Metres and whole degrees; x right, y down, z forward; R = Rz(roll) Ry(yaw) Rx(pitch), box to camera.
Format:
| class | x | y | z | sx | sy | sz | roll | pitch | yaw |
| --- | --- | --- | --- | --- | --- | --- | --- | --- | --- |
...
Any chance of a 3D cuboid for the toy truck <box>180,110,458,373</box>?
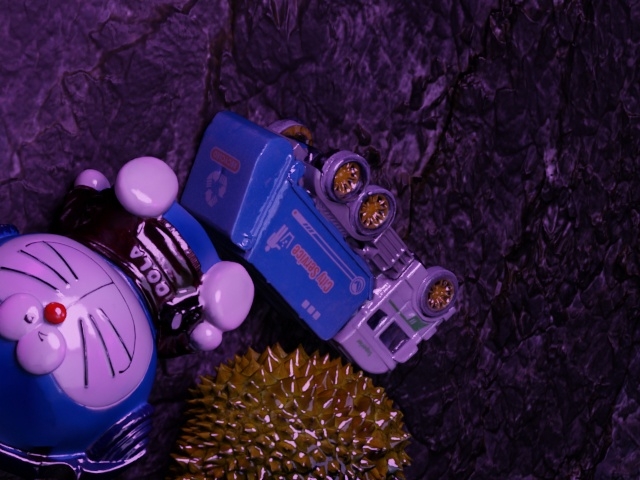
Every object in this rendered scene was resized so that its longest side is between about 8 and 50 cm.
| class | x | y | z | sx | sy | sz | roll | pitch | yaw |
| --- | --- | --- | --- | --- | --- | --- | --- | --- | --- |
| toy truck | 0.000 | 0.000 | 1.849 | 0.175 | 0.146 | 0.367 | -48 | 128 | -8 |

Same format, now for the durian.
| class | x | y | z | sx | sy | sz | roll | pitch | yaw |
| --- | --- | --- | --- | --- | --- | --- | --- | --- | --- |
| durian | -0.043 | 0.238 | 1.859 | 0.291 | 0.225 | 0.291 | -12 | 142 | -9 |

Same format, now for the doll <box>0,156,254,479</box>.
| class | x | y | z | sx | sy | sz | roll | pitch | yaw |
| --- | --- | --- | --- | --- | --- | --- | --- | --- | --- |
| doll | -0.247 | 0.086 | 1.619 | 0.284 | 0.240 | 0.310 | 46 | 53 | 1 |
